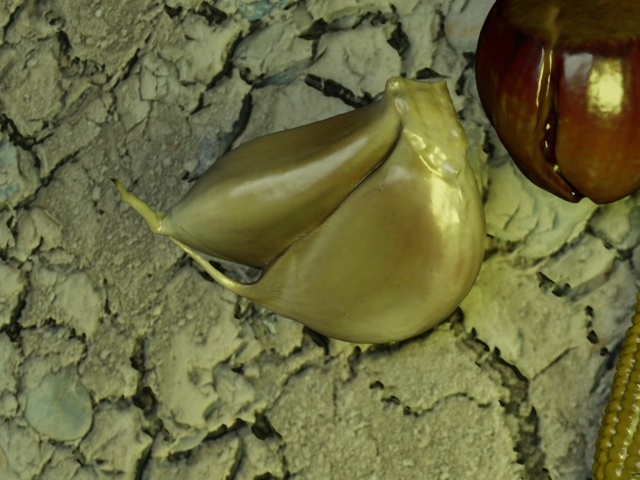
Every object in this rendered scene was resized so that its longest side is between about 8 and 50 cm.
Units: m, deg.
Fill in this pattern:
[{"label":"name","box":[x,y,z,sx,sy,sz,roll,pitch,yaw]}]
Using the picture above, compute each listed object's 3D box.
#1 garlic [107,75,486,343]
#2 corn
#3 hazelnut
[{"label":"garlic","box":[0.000,0.000,1.697,0.340,0.246,0.231,-17,74,7]},{"label":"corn","box":[0.331,0.103,1.533,0.120,0.120,0.363,11,73,33]},{"label":"hazelnut","box":[0.257,-0.150,1.641,0.218,0.218,0.234,-37,38,13]}]
